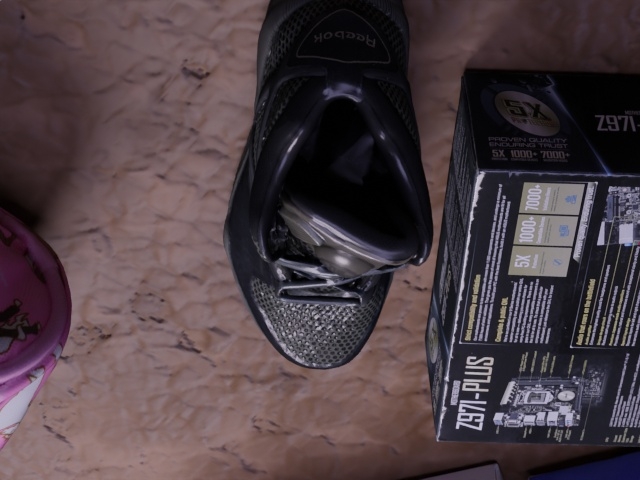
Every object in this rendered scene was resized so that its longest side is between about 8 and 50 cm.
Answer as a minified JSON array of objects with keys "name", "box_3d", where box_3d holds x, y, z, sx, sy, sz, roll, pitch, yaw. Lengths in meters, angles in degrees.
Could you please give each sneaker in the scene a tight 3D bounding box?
[{"name":"sneaker","box_3d":[0.000,0.000,0.842,0.087,0.130,0.227,5,133,-4]}]

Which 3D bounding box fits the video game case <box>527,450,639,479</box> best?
[{"name":"video game case","box_3d":[0.281,0.202,1.074,0.269,0.061,0.244,-15,132,10]}]

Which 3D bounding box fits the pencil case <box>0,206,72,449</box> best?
[{"name":"pencil case","box_3d":[-0.271,0.131,0.928,0.167,0.160,0.386,21,128,-20]}]

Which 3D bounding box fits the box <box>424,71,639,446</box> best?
[{"name":"box","box_3d":[0.134,0.013,0.890,0.147,0.077,0.180,1,131,-3]}]

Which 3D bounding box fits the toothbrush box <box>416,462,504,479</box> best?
[{"name":"toothbrush box","box_3d":[0.044,0.286,1.100,0.206,0.122,0.283,-14,131,9]}]
